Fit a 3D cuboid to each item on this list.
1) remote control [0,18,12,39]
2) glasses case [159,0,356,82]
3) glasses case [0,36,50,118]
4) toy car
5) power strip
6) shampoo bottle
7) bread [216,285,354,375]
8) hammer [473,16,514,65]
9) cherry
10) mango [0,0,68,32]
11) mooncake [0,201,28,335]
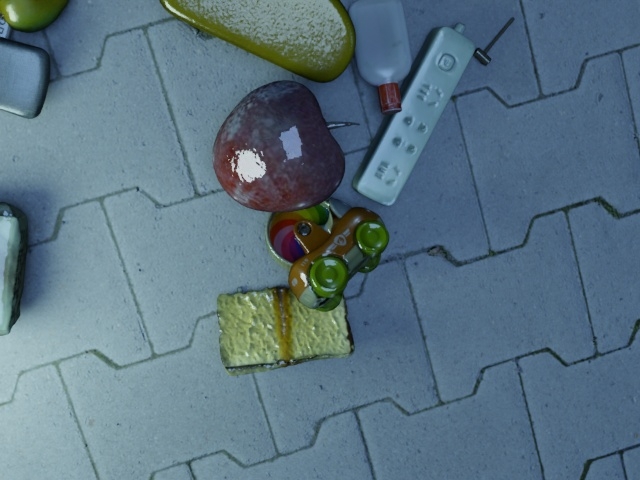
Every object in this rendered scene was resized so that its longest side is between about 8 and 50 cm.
[{"bbox_3d":[-0.606,-0.390,1.423,0.087,0.029,0.190,18,96,-10],"label":"remote control"},{"bbox_3d":[-0.104,-0.433,1.428,0.371,0.141,0.173,23,110,-11],"label":"glasses case"},{"bbox_3d":[-0.646,-0.312,1.379,0.323,0.074,0.131,12,99,-9],"label":"glasses case"},{"bbox_3d":[0.000,0.000,1.516,0.235,0.145,0.235,1,71,-4],"label":"toy car"},{"bbox_3d":[0.187,-0.252,1.537,0.091,0.062,0.385,26,95,-13],"label":"power strip"},{"bbox_3d":[0.119,-0.351,1.492,0.108,0.051,0.221,-8,86,-2],"label":"shampoo bottle"},{"bbox_3d":[-0.068,0.191,1.556,0.265,0.178,0.142,-7,132,-4],"label":"bread"},{"bbox_3d":[0.350,-0.401,1.560,0.035,0.019,0.110,40,87,-12],"label":"hammer"},{"bbox_3d":[-0.065,-0.171,1.439,0.285,0.213,0.236,-18,77,8],"label":"cherry"},{"bbox_3d":[-0.499,-0.458,1.386,0.122,0.085,0.191,32,85,-53],"label":"mango"},{"bbox_3d":[-0.671,0.050,1.431,0.250,0.136,0.255,4,94,-10],"label":"mooncake"}]
